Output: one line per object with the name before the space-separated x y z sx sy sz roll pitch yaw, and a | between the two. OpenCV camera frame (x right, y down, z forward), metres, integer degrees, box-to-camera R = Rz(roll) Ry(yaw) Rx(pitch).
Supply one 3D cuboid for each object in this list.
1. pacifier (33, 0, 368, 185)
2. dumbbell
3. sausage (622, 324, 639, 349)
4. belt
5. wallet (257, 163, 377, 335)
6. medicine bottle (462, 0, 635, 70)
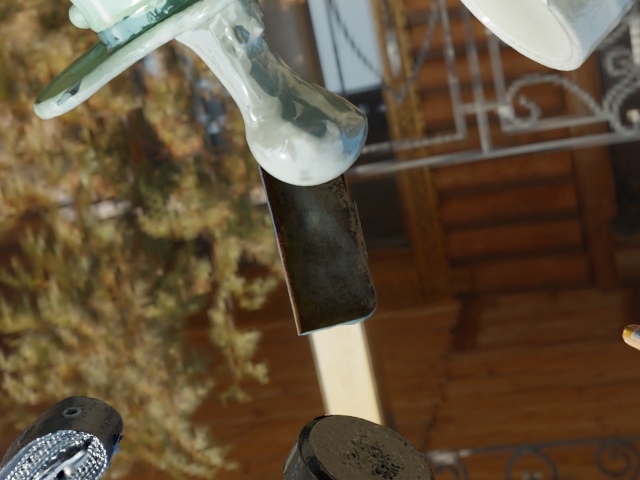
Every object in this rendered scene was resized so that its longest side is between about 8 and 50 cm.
pacifier | -0.058 -0.165 1.194 0.343 0.269 0.288 -22 -157 37
dumbbell | 0.009 0.300 1.536 0.152 0.218 0.152 21 -153 -11
sausage | 0.418 0.128 1.928 0.031 0.031 0.107 -18 -164 -15
belt | -0.372 0.305 2.134 0.218 0.122 0.128 -41 -164 25
wallet | 0.000 0.000 2.145 0.137 0.255 0.031 -12 178 -26
medicine bottle | 0.307 -0.372 1.548 0.371 0.211 0.211 -49 -149 -8
